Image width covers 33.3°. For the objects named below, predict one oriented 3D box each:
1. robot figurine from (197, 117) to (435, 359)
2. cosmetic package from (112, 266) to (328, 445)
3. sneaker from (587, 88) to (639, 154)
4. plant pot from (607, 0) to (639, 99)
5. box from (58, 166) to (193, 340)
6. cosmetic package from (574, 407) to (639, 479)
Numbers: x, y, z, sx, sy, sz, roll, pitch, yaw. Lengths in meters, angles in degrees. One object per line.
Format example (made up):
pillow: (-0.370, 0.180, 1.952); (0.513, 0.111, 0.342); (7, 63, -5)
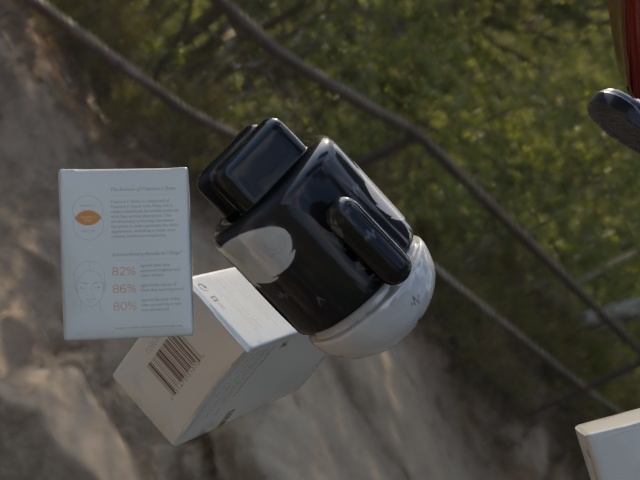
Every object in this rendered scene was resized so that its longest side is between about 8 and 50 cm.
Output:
robot figurine: (0.001, -0.002, 1.146); (0.278, 0.173, 0.209); (47, 22, -14)
cosmetic package: (-0.117, 0.158, 1.690); (0.156, 0.217, 0.385); (45, 25, 18)
sneaker: (0.559, -0.198, 1.733); (0.319, 0.131, 0.112); (23, 1, -35)
plant pot: (0.527, -0.324, 1.480); (0.267, 0.267, 0.236); (-69, 162, -66)
box: (-0.197, 0.012, 1.100); (0.091, 0.130, 0.171); (178, -89, -83)
cosmetic package: (0.635, 0.331, 1.585); (0.161, 0.453, 0.230); (28, 46, -82)
